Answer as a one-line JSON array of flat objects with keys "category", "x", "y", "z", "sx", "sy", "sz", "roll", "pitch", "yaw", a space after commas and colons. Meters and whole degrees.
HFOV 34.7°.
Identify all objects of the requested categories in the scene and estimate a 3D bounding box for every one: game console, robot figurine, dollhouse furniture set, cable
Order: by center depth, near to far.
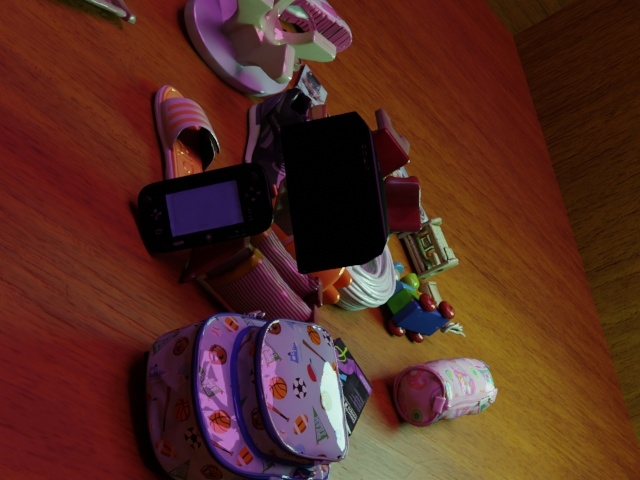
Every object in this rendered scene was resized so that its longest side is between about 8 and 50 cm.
[{"category": "game console", "x": -0.087, "y": -0.047, "z": 1.454, "sx": 0.044, "sy": 0.361, "sz": 0.213, "roll": 34, "pitch": 46, "yaw": -71}, {"category": "dollhouse furniture set", "x": 0.000, "y": 0.000, "z": 1.549, "sx": 0.201, "sy": 0.374, "sz": 0.152, "roll": 49, "pitch": 24, "yaw": -23}, {"category": "robot figurine", "x": -0.039, "y": 0.014, "z": 1.746, "sx": 0.219, "sy": 0.158, "sz": 0.128, "roll": 53, "pitch": 4, "yaw": -20}, {"category": "cable", "x": 0.045, "y": 0.015, "z": 1.952, "sx": 0.257, "sy": 0.089, "sz": 0.257, "roll": 60, "pitch": 24, "yaw": -6}, {"category": "dollhouse furniture set", "x": 0.284, "y": 0.054, "z": 2.350, "sx": 0.161, "sy": 0.101, "sz": 0.181, "roll": 6, "pitch": 60, "yaw": -61}]

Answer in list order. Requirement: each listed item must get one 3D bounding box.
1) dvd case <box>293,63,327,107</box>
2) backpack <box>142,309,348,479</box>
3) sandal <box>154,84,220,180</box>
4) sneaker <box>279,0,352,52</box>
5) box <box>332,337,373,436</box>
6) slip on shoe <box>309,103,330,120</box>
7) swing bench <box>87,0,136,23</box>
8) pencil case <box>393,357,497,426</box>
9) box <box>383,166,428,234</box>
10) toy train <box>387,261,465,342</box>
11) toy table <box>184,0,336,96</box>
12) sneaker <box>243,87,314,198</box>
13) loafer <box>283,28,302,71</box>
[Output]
[{"category": "dvd case", "x": -0.021, "y": -0.330, "z": 2.258, "sx": 0.087, "sy": 0.013, "sz": 0.119, "roll": 52, "pitch": 28, "yaw": -21}, {"category": "backpack", "x": -0.101, "y": 0.215, "z": 1.353, "sx": 0.263, "sy": 0.213, "sz": 0.276, "roll": 13, "pitch": 56, "yaw": -46}, {"category": "sandal", "x": -0.202, "y": -0.147, "z": 1.655, "sx": 0.102, "sy": 0.076, "sz": 0.265, "roll": 30, "pitch": 40, "yaw": -50}, {"category": "sneaker", "x": -0.015, "y": -0.529, "z": 2.364, "sx": 0.252, "sy": 0.103, "sz": 0.111, "roll": 37, "pitch": 36, "yaw": -43}, {"category": "box", "x": 0.033, "y": 0.252, "z": 1.760, "sx": 0.116, "sy": 0.029, "sz": 0.162, "roll": 57, "pitch": 27, "yaw": -11}, {"category": "slip on shoe", "x": 0.058, "y": -0.162, "z": 2.139, "sx": 0.331, "sy": 0.101, "sz": 0.123, "roll": 45, "pitch": 28, "yaw": -36}, {"category": "swing bench", "x": -0.320, "y": -0.499, "z": 1.581, "sx": 0.165, "sy": 0.255, "sz": 0.253, "roll": 58, "pitch": 17, "yaw": 17}, {"category": "pencil case", "x": 0.251, "y": 0.296, "z": 2.021, "sx": 0.284, "sy": 0.124, "sz": 0.124, "roll": 8, "pitch": 58, "yaw": -59}, {"category": "box", "x": 0.161, "y": -0.131, "z": 2.367, "sx": 0.159, "sy": 0.044, "sz": 0.233, "roll": -9, "pitch": 73, "yaw": -64}, {"category": "toy train", "x": 0.211, "y": 0.132, "z": 2.153, "sx": 0.248, "sy": 0.105, "sz": 0.143, "roll": 22, "pitch": 33, "yaw": -54}, {"category": "toy table", "x": -0.105, "y": -0.392, "z": 1.933, "sx": 0.274, "sy": 0.161, "sz": 0.252, "roll": 15, "pitch": 68, "yaw": -49}, {"category": "sneaker", "x": -0.065, "y": -0.175, "z": 1.887, "sx": 0.107, "sy": 0.124, "sz": 0.283, "roll": 37, "pitch": 35, "yaw": -42}, {"category": "loafer", "x": -0.083, "y": -0.417, "z": 2.183, "sx": 0.148, "sy": 0.050, "sz": 0.056, "roll": 40, "pitch": 33, "yaw": -40}]
